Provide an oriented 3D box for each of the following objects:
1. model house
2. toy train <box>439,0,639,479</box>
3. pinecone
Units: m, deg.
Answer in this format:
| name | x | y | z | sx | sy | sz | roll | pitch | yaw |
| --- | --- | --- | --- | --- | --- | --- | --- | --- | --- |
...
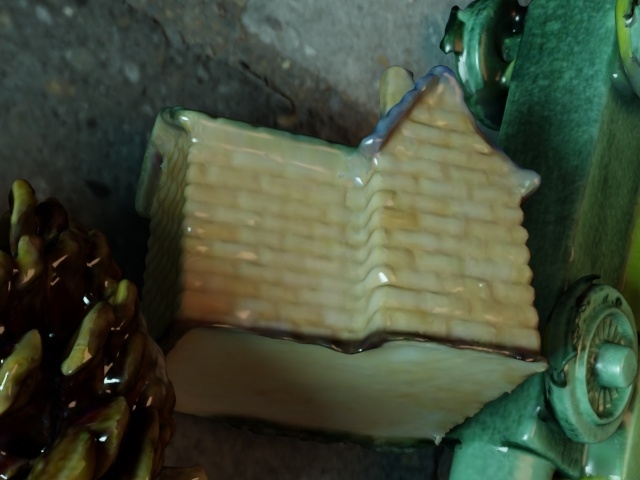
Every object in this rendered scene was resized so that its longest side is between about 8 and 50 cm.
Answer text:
| name | x | y | z | sx | sy | sz | roll | pitch | yaw |
| --- | --- | --- | --- | --- | --- | --- | --- | --- | --- |
| model house | 0.000 | 0.000 | 0.693 | 0.183 | 0.166 | 0.172 | 9 | 65 | -18 |
| toy train | 0.178 | 0.005 | 0.877 | 0.253 | 0.160 | 0.397 | 37 | 61 | -44 |
| pinecone | -0.148 | 0.053 | 0.530 | 0.169 | 0.185 | 0.212 | -41 | 97 | -24 |
